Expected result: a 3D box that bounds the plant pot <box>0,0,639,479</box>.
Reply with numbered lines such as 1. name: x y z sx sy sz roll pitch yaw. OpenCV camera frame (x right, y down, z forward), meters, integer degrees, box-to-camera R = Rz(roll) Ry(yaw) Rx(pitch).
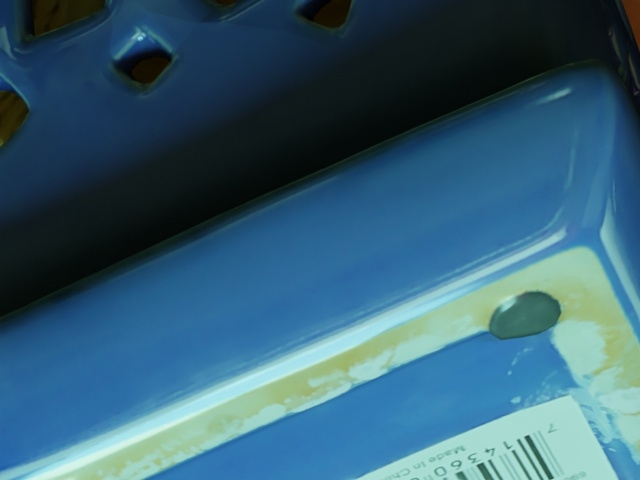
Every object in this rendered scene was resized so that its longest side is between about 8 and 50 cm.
1. plant pot: 0.000 0.000 0.558 0.236 0.212 0.236 -24 139 8
